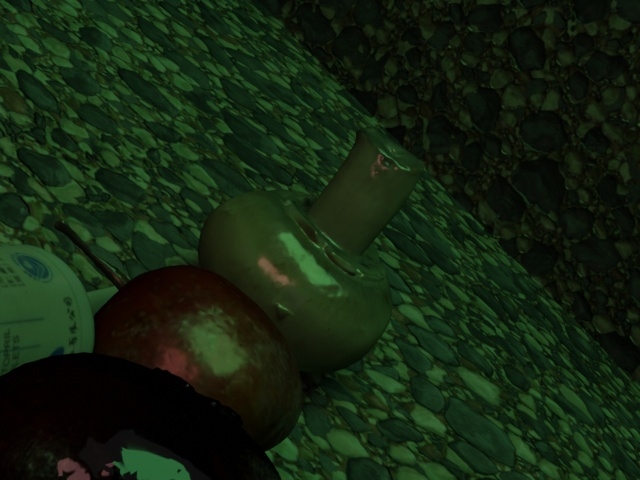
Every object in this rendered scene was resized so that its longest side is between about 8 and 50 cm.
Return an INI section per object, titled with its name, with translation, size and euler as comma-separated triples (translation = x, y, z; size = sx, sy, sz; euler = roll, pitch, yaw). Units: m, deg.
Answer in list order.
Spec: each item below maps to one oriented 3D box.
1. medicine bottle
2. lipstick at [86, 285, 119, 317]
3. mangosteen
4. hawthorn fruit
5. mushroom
[medicine bottle]
translation = -0.339, 0.087, 0.911
size = 0.170, 0.170, 0.293
euler = 46, 17, 16
[lipstick]
translation = -0.236, 0.096, 1.271
size = 0.068, 0.066, 0.317
euler = 45, 22, 14
[mangosteen]
translation = -0.173, 0.241, 0.840
size = 0.297, 0.293, 0.297
euler = 24, -1, 0
[hawthorn fruit]
translation = -0.134, 0.134, 1.097
size = 0.231, 0.263, 0.235
euler = 2, -10, 38
[mushroom]
translation = 0.000, 0.000, 1.490
size = 0.314, 0.336, 0.314
euler = 32, 14, -9
